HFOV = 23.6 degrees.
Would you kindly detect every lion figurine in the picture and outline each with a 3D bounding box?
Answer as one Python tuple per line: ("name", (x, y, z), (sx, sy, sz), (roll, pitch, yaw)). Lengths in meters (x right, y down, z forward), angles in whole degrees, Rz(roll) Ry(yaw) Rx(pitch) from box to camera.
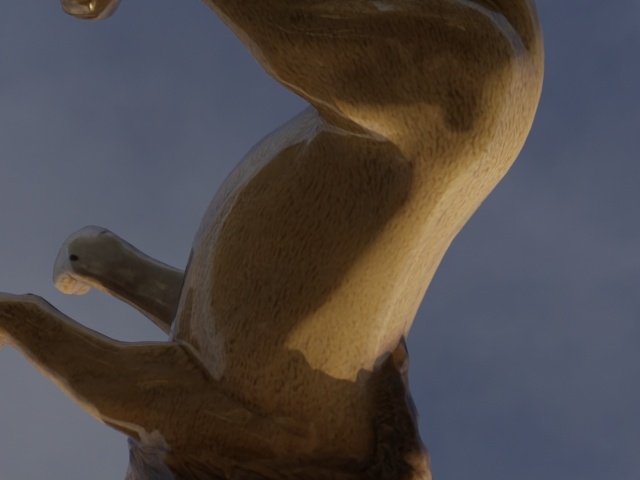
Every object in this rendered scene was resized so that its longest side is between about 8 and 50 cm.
("lion figurine", (0.000, 0.000, 0.629), (0.240, 0.142, 0.392), (28, -61, 15))
